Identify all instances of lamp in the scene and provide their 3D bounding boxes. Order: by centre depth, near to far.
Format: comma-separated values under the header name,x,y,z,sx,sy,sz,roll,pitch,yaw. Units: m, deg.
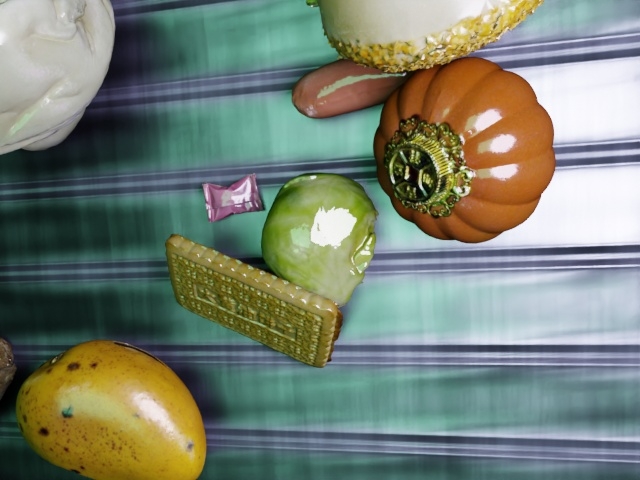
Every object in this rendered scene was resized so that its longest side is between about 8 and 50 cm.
name,x,y,z,sx,sy,sz,roll,pitch,yaw
lamp,0.167,-0.104,0.682,0.223,0.196,0.223,24,125,38

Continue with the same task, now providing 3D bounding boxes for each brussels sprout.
name,x,y,z,sx,sy,sz,roll,pitch,yaw
brussels sprout,-0.008,-0.002,0.766,0.145,0.131,0.183,12,99,-12

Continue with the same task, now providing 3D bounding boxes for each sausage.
name,x,y,z,sx,sy,sz,roll,pitch,yaw
sausage,0.053,-0.212,0.758,0.194,0.077,0.077,-14,92,14

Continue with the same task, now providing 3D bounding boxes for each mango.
name,x,y,z,sx,sy,sz,roll,pitch,yaw
mango,-0.293,0.254,0.836,0.290,0.160,0.191,26,91,4

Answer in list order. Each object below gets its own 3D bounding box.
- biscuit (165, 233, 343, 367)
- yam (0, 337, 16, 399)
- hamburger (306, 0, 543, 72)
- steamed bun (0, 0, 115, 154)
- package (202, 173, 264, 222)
name,x,y,z,sx,sy,sz,roll,pitch,yaw
biscuit,-0.095,0.092,0.785,0.254,0.029,0.172,21,143,10
yam,-0.592,0.258,0.908,0.128,0.129,0.238,36,102,6
hamburger,0.122,-0.308,0.643,0.276,0.294,0.179,-29,134,0
steamed bun,-0.426,-0.235,0.776,0.346,0.237,0.394,-47,50,-14
package,-0.128,-0.063,0.833,0.083,0.029,0.059,-11,96,4
